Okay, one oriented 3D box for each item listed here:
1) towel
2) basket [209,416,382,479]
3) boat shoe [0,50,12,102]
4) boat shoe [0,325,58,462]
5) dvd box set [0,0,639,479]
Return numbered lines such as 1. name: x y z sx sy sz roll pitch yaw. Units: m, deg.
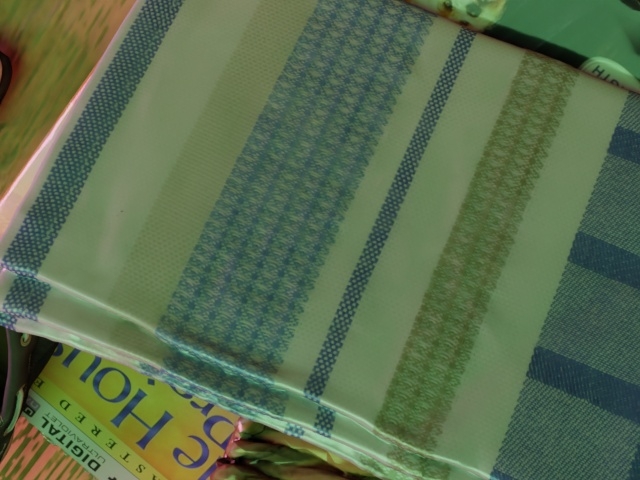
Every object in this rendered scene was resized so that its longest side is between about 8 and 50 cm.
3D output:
1. towel: 0.022 -0.008 0.500 0.285 0.209 0.034 21 159 5
2. basket: 0.092 0.162 0.577 0.299 0.223 0.214 21 76 8
3. boat shoe: -0.218 -0.067 0.676 0.133 0.042 0.049 -43 77 28
4. boat shoe: -0.209 0.090 0.655 0.084 0.079 0.233 36 119 -2
5. dvd box set: 0.000 0.000 0.632 0.307 0.062 0.420 41 118 -4
